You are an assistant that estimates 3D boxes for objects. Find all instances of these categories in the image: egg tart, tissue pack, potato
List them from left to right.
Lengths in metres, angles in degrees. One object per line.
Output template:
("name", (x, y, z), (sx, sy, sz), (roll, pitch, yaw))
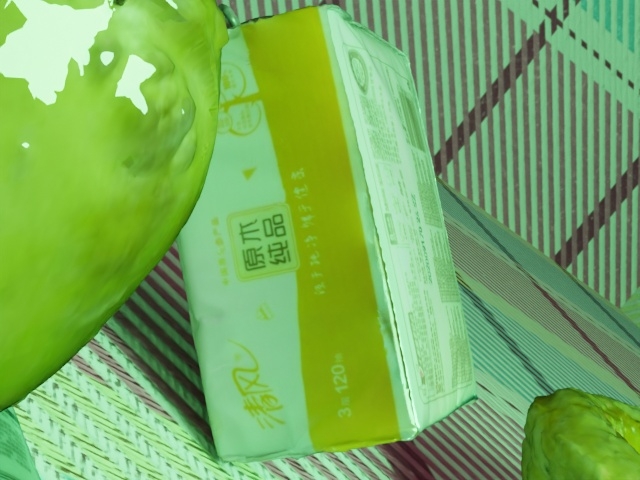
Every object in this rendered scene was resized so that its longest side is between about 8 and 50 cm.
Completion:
("potato", (-0.140, -0.031, 0.415), (0.300, 0.247, 0.196), (3, 63, -82))
("tissue pack", (0.000, 0.000, 0.711), (0.185, 0.124, 0.225), (3, 75, -71))
("egg tart", (0.223, 0.223, 0.769), (0.319, 0.128, 0.319), (39, 11, -9))

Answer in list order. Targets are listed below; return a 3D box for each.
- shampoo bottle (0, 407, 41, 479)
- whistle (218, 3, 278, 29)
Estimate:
("shampoo bottle", (-0.128, 0.075, 0.438), (0.069, 0.041, 0.190), (22, 16, -28))
("whistle", (-0.026, -0.089, 1.292), (0.347, 0.189, 0.189), (58, 1, -26))
